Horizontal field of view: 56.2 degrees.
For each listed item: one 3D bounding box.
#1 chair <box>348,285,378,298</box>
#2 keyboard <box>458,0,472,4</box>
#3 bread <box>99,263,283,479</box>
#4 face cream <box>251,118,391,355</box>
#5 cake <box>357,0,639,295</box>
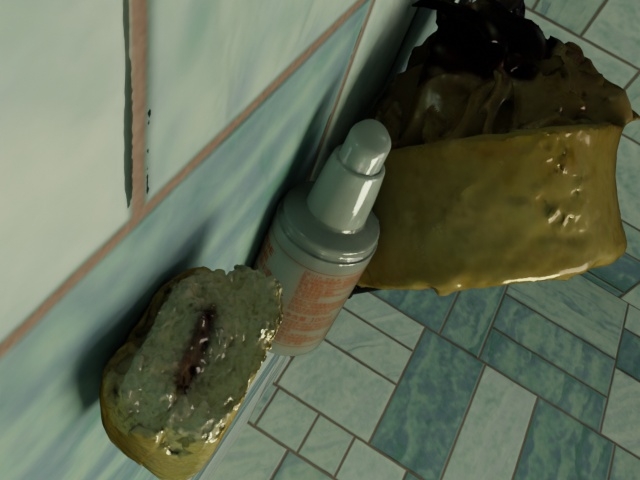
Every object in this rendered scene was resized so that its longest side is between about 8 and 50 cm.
[{"bbox_3d":[0.069,0.034,1.238,0.260,0.141,0.154,-13,-167,21],"label":"chair"},{"bbox_3d":[0.170,-0.272,1.009,0.310,0.018,0.101,-58,174,-2],"label":"keyboard"},{"bbox_3d":[-0.084,0.079,0.372,0.106,0.082,0.125,-50,-167,46],"label":"bread"},{"bbox_3d":[0.000,0.000,0.557,0.101,0.101,0.252,-52,171,-48],"label":"face cream"},{"bbox_3d":[0.161,-0.123,0.665,0.332,0.332,0.321,-28,111,-79],"label":"cake"}]
